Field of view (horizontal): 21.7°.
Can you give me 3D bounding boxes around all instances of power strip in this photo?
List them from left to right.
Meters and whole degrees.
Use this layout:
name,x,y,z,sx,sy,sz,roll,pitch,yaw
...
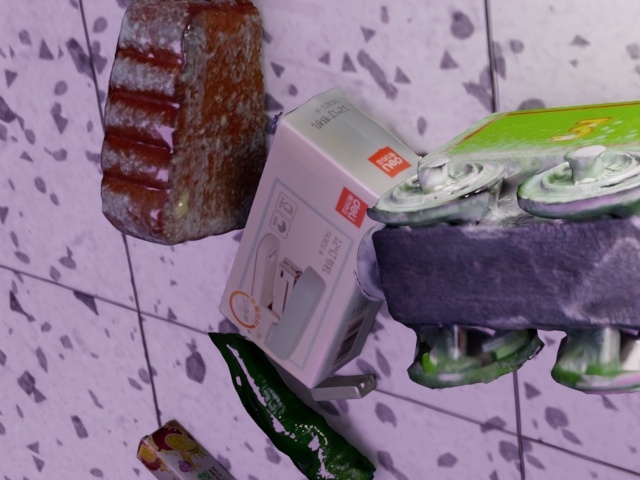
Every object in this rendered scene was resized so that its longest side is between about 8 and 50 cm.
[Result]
name,x,y,z,sx,sy,sz,roll,pitch,yaw
power strip,0.021,0.145,1.648,0.083,0.027,0.017,-10,105,48

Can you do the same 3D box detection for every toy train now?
name,x,y,z,sx,sy,sz,roll,pitch,yaw
toy train,0.191,-0.004,1.222,0.307,0.249,0.173,-2,111,42

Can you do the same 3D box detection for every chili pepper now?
name,x,y,z,sx,sy,sz,roll,pitch,yaw
chili pepper,-0.038,0.174,1.688,0.224,0.061,0.098,46,168,2

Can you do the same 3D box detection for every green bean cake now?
name,x,y,z,sx,sy,sz,roll,pitch,yaw
green bean cake,-0.118,-0.116,1.544,0.097,0.198,0.232,15,109,27

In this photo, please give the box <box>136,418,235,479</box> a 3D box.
name,x,y,z,sx,sy,sz,roll,pitch,yaw
box,-0.116,0.287,1.850,0.207,0.050,0.041,43,138,15

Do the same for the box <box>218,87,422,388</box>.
name,x,y,z,sx,sy,sz,roll,pitch,yaw
box,0.000,0.000,1.537,0.135,0.079,0.269,39,136,18
